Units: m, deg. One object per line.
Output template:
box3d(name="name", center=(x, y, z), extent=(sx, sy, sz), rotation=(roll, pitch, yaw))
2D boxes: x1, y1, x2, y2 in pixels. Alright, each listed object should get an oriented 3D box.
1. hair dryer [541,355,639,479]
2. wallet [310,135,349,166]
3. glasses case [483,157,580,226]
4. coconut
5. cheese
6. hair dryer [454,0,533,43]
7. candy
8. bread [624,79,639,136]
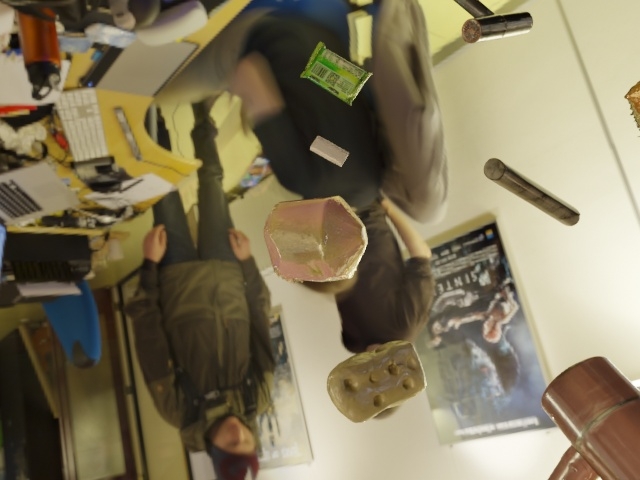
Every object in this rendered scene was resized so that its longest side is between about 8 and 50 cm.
box3d(name="hair dryer", center=(0.409, 0.373, 0.945), extent=(0.125, 0.210, 0.352), rotation=(-4, 127, -25))
box3d(name="wallet", center=(0.030, -0.299, 2.069), extent=(0.122, 0.061, 0.025), rotation=(30, 158, 3))
box3d(name="glasses case", center=(0.600, -0.136, 1.763), extent=(0.299, 0.114, 0.060), rotation=(27, 106, -21))
box3d(name="coconut", center=(0.000, 0.000, 1.569), extent=(0.245, 0.233, 0.233), rotation=(0, 172, 25))
box3d(name="cheese", center=(0.144, 0.358, 1.583), extent=(0.263, 0.159, 0.093), rotation=(-18, 177, -23))
box3d(name="hair dryer", center=(0.299, -0.463, 1.203), extent=(0.173, 0.194, 0.050), rotation=(-19, 156, -37))
box3d(name="candy", center=(0.037, -0.417, 1.557), extent=(0.102, 0.178, 0.032), rotation=(-55, 157, 5))
box3d(name="bread", center=(0.694, -0.238, 1.201), extent=(0.129, 0.134, 0.260), rotation=(-41, 143, 19))
